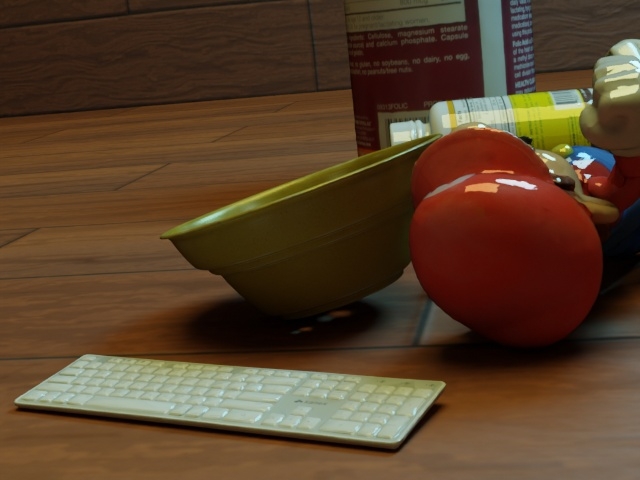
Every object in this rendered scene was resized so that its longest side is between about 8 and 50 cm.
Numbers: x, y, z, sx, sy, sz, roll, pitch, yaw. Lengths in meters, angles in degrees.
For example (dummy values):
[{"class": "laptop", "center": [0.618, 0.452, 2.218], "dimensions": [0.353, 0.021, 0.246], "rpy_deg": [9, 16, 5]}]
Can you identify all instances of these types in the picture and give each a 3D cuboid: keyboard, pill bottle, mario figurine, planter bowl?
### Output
[{"class": "keyboard", "center": [-0.058, 0.090, 0.640], "dimensions": [0.256, 0.014, 0.072], "rpy_deg": [0, 13, 28]}, {"class": "pill bottle", "center": [0.139, -0.267, 1.320], "dimensions": [0.224, 0.392, 0.224], "rpy_deg": [-5, 12, 1]}, {"class": "mario figurine", "center": [0.157, -0.045, 0.765], "dimensions": [0.170, 0.198, 0.321], "rpy_deg": [23, 21, 30]}, {"class": "planter bowl", "center": [0.000, 0.000, 0.805], "dimensions": [0.217, 0.090, 0.217], "rpy_deg": [-19, 6, 2]}, {"class": "pill bottle", "center": [0.179, -0.086, 1.113], "dimensions": [0.215, 0.117, 0.117], "rpy_deg": [-5, 12, 4]}]

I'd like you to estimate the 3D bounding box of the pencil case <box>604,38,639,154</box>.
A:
[{"class": "pencil case", "center": [0.451, -0.117, 0.968], "dimensions": [0.411, 0.183, 0.160], "rpy_deg": [-5, 39, -1]}]
